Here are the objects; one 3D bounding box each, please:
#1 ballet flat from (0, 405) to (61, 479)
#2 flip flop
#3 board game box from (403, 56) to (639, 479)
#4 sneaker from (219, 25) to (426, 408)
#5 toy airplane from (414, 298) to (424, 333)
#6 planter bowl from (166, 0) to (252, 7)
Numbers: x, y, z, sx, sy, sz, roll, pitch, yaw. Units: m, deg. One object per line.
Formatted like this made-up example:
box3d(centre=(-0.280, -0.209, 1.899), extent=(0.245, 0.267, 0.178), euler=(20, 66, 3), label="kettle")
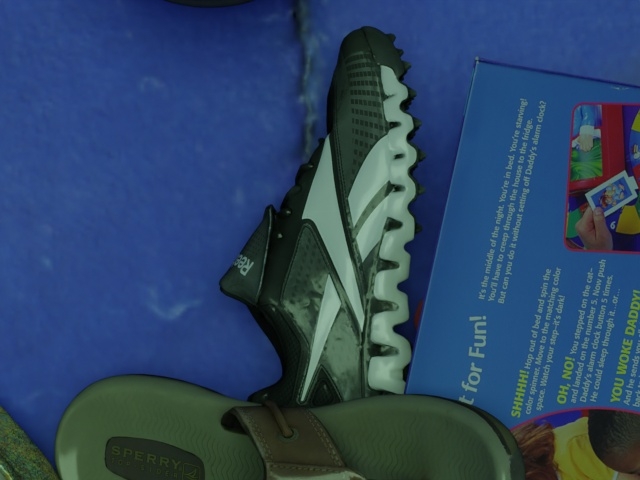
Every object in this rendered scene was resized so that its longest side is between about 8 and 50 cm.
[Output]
box3d(centre=(-0.162, 0.195, 0.987), extent=(0.123, 0.123, 0.348), euler=(-31, 84, -5), label="ballet flat")
box3d(centre=(-0.029, 0.118, 0.958), extent=(0.277, 0.080, 0.112), euler=(8, 88, 31), label="flip flop")
box3d(centre=(0.158, 0.102, 0.956), extent=(0.233, 0.078, 0.347), euler=(13, 91, 24), label="board game box")
box3d(centre=(0.000, 0.000, 1.033), extent=(0.106, 0.078, 0.234), euler=(1, 85, -3), label="sneaker")
box3d(centre=(0.120, 0.077, 1.038), extent=(0.151, 0.028, 0.151), euler=(-4, 81, 23), label="toy airplane")
box3d(centre=(-0.058, -0.195, 1.041), extent=(0.162, 0.109, 0.162), euler=(0, 83, 0), label="planter bowl")
